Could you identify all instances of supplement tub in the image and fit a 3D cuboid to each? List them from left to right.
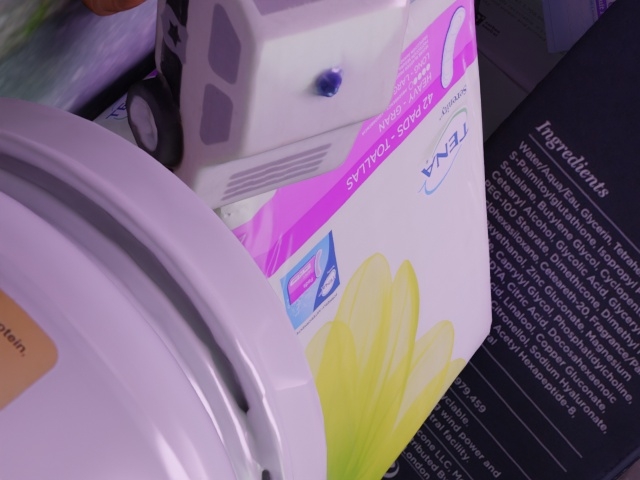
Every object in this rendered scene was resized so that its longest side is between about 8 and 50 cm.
[{"bbox_3d":[-0.155,0.110,0.384,0.316,0.228,0.228,-41,170,-50],"label":"supplement tub"}]

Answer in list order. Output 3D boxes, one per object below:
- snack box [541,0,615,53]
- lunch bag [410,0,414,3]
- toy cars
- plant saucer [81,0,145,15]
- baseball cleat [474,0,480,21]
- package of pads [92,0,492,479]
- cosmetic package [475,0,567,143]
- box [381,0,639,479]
[{"bbox_3d":[0.218,-0.248,1.163,0.207,0.070,0.174,-41,126,-53],"label":"snack box"},{"bbox_3d":[0.047,-0.177,0.695,0.129,0.096,0.151,-48,-176,-8],"label":"lunch bag"},{"bbox_3d":[-0.077,0.001,0.614,0.393,0.087,0.176,-48,144,14],"label":"toy cars"},{"bbox_3d":[-0.063,-0.122,0.633,0.083,0.013,0.083,-48,173,-8],"label":"plant saucer"},{"bbox_3d":[0.097,-0.196,1.069,0.109,0.072,0.206,-55,179,-10],"label":"baseball cleat"},{"bbox_3d":[0.000,0.000,0.863,0.229,0.101,0.296,-47,143,-37],"label":"package of pads"},{"bbox_3d":[0.210,-0.206,1.402,0.385,0.156,0.217,-44,170,-31],"label":"cosmetic package"},{"bbox_3d":[0.211,0.020,1.104,0.395,0.212,0.293,-49,164,27],"label":"box"}]
